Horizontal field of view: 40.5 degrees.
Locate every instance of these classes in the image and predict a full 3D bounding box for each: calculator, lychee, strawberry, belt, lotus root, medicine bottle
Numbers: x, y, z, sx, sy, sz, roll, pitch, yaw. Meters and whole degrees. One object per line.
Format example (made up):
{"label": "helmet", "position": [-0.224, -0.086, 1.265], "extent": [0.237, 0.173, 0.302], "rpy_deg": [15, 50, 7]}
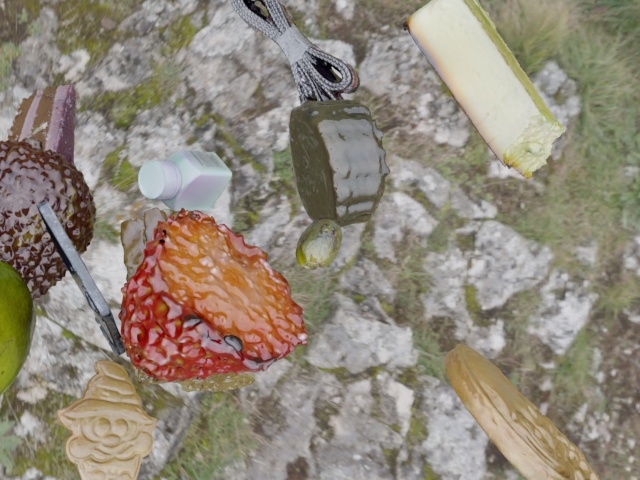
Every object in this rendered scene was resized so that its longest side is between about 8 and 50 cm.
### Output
{"label": "calculator", "position": [-0.294, 0.055, 1.082], "extent": [0.021, 0.262, 0.161], "rpy_deg": [-30, 80, -16]}
{"label": "lychee", "position": [-0.455, -0.024, 1.294], "extent": [0.235, 0.236, 0.271], "rpy_deg": [20, 80, -19]}
{"label": "strawberry", "position": [-0.142, 0.101, 1.030], "extent": [0.234, 0.234, 0.178], "rpy_deg": [33, 118, -17]}
{"label": "belt", "position": [-0.059, -0.420, 1.842], "extent": [0.126, 0.094, 0.359], "rpy_deg": [-42, 82, 18]}
{"label": "lotus root", "position": [0.000, 0.000, 1.159], "extent": [0.049, 0.054, 0.099], "rpy_deg": [59, 36, -25]}
{"label": "medicine bottle", "position": [-0.185, -0.080, 1.168], "extent": [0.055, 0.074, 0.118], "rpy_deg": [50, 28, 22]}

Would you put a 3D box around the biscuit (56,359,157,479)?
{"label": "biscuit", "position": [-0.334, 0.313, 1.372], "extent": [0.162, 0.035, 0.250], "rpy_deg": [2, 77, -31]}

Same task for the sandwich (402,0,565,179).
{"label": "sandwich", "position": [0.143, -0.129, 0.718], "extent": [0.058, 0.193, 0.162], "rpy_deg": [-34, 94, 20]}

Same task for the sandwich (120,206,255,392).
{"label": "sandwich", "position": [-0.202, 0.106, 1.387], "extent": [0.131, 0.325, 0.262], "rpy_deg": [-11, 74, 9]}

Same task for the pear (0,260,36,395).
{"label": "pear", "position": [-0.459, 0.116, 1.012], "extent": [0.269, 0.212, 0.212], "rpy_deg": [-29, 101, -49]}

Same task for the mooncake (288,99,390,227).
{"label": "mooncake", "position": [0.032, -0.132, 1.493], "extent": [0.124, 0.228, 0.228], "rpy_deg": [-13, 94, -19]}

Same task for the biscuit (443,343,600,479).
{"label": "biscuit", "position": [0.237, 0.218, 0.964], "extent": [0.044, 0.202, 0.288], "rpy_deg": [-44, 116, 11]}

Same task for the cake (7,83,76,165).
{"label": "cake", "position": [-0.507, -0.163, 1.588], "extent": [0.115, 0.113, 0.295], "rpy_deg": [-9, 57, 11]}
